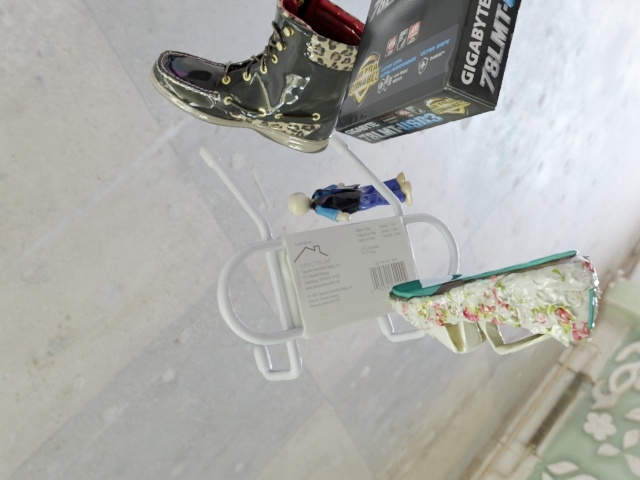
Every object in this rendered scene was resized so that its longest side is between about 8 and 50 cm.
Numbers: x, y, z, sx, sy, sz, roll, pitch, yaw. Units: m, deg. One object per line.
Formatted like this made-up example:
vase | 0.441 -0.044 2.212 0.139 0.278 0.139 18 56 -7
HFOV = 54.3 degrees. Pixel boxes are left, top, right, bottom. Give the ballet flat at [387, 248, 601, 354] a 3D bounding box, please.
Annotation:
ballet flat | 0.140 0.063 0.554 0.091 0.241 0.077 -13 87 -27

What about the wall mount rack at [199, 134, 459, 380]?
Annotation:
wall mount rack | 0.000 0.000 0.785 0.349 0.130 0.304 -10 84 -34

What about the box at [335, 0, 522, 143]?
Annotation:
box | 0.134 -0.281 0.754 0.073 0.295 0.294 15 86 -20

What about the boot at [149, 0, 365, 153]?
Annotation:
boot | -0.106 -0.329 1.153 0.284 0.377 0.138 127 -20 -50

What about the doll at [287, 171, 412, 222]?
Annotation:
doll | 0.043 -0.066 0.971 0.188 0.129 0.046 -10 118 -2
